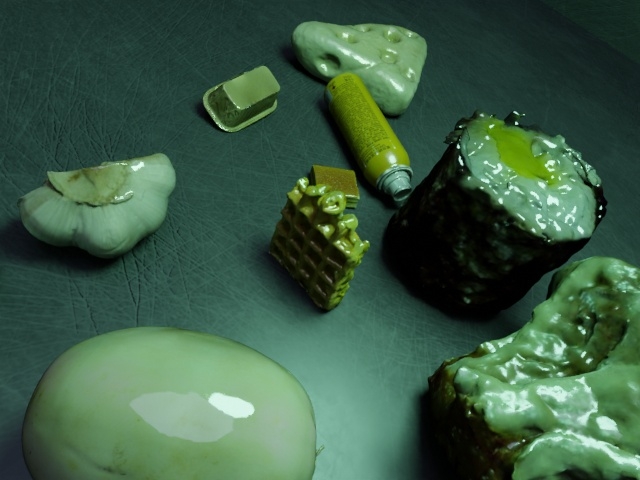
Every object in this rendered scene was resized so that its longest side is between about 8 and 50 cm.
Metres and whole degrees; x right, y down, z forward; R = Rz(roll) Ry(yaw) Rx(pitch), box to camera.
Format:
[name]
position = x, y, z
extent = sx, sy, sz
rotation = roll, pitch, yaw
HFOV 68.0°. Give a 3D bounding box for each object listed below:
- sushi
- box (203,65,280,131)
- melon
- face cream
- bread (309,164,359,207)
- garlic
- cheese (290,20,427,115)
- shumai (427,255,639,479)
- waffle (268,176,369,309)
[sushi]
position = 0.303, -0.041, 0.850
extent = 0.299, 0.294, 0.281
rotation = 23, 49, -2
[box]
position = -0.169, -0.314, 1.044
extent = 0.111, 0.111, 0.177
rotation = 40, 54, 14
[melon]
position = -0.151, 0.213, 0.524
extent = 0.316, 0.223, 0.223
rotation = 16, 48, -10
[face cream]
position = 0.111, -0.230, 1.063
extent = 0.105, 0.105, 0.349
rotation = -6, 54, -24
[bread]
position = 0.028, -0.113, 0.984
extent = 0.094, 0.035, 0.090
rotation = 6, 50, -15
[garlic]
position = -0.327, -0.048, 0.744
extent = 0.229, 0.178, 0.143
rotation = -30, 97, -17
[cheese]
position = 0.123, -0.513, 1.285
extent = 0.351, 0.130, 0.328
rotation = 30, 50, 3
[shumai]
position = 0.320, 0.223, 0.654
extent = 0.323, 0.324, 0.398
rotation = -6, 51, -4
[waffle]
position = 0.000, 0.000, 0.762
extent = 0.055, 0.211, 0.160
rotation = -30, 67, -36
